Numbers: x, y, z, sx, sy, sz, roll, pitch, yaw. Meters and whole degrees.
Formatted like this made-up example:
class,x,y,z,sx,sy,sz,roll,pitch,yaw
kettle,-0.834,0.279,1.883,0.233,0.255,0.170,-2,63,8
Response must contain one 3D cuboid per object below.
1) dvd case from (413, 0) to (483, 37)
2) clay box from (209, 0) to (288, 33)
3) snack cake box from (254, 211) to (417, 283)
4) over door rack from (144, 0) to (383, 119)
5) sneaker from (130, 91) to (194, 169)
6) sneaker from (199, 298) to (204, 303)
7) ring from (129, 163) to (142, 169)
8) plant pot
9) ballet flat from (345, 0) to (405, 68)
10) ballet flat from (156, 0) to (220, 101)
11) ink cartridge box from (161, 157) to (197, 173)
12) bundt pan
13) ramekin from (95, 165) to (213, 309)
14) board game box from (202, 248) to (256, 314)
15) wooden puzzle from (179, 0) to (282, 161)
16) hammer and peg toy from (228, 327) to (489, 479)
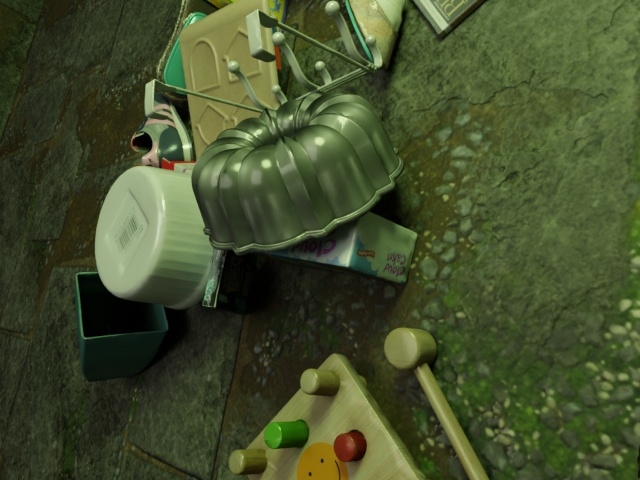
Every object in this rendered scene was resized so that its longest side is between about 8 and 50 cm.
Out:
class,x,y,z,sx,sy,sz,roll,pitch,yaw
dvd case,0.257,-0.471,0.861,0.221,0.018,0.164,-38,53,26
clay box,-0.169,-0.554,1.126,0.053,0.222,0.127,0,75,41
snack cake box,0.000,0.000,0.827,0.264,0.152,0.089,7,80,43
over door rack,-0.080,-0.276,0.790,0.240,0.324,0.108,-15,93,37
sneaker,-0.429,-0.285,1.304,0.319,0.131,0.112,52,147,41
sneaker,-0.291,0.084,1.094,0.225,0.093,0.088,7,81,44
ring,-0.478,-0.030,1.304,0.337,0.032,0.336,-13,73,51
plant pot,-0.458,0.204,1.133,0.234,0.166,0.165,-60,43,39
ballet flat,0.095,-0.451,0.942,0.106,0.107,0.315,-29,58,20
ballet flat,-0.286,-0.587,1.306,0.482,0.164,0.182,-60,27,10
ink cartridge box,-0.270,-0.095,1.120,0.231,0.078,0.134,29,119,43
bundt pan,-0.049,-0.123,0.768,0.331,0.124,0.330,-17,30,10
ramekin,-0.313,-0.010,0.973,0.277,0.135,0.277,-10,75,40
board game box,-0.162,0.068,0.934,0.026,0.186,0.126,8,79,9
wooden puzzle,-0.184,-0.327,1.110,0.322,0.081,0.347,3,99,45
hammer and peg toy,0.044,0.298,0.696,0.361,0.127,0.266,-50,49,16
